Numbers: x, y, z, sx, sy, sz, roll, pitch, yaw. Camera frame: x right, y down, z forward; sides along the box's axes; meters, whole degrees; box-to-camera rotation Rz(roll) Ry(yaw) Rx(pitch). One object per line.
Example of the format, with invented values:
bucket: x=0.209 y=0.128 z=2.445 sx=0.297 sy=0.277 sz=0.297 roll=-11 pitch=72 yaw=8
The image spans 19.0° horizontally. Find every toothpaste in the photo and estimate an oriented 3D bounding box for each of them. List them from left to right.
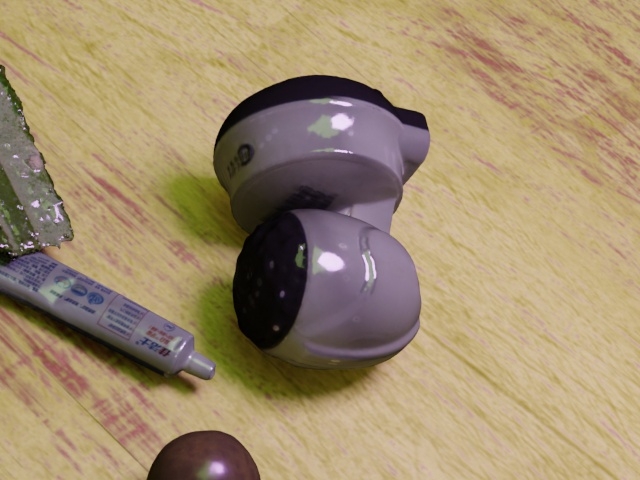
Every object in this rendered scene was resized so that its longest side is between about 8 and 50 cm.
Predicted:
toothpaste: x=-0.217 y=0.063 z=1.788 sx=0.268 sy=0.047 sz=0.069 roll=28 pitch=65 yaw=8

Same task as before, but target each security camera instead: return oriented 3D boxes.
security camera: x=0.000 y=0.000 z=1.844 sx=0.191 sy=0.197 sz=0.277 roll=12 pitch=54 yaw=-29

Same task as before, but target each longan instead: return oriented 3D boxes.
longan: x=-0.101 y=0.226 z=1.661 sx=0.106 sy=0.106 sz=0.119 roll=-16 pitch=99 yaw=-32

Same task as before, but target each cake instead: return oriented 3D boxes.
cake: x=-0.327 y=-0.070 z=1.856 sx=0.100 sy=0.099 sz=0.235 roll=-16 pitch=70 yaw=-34
